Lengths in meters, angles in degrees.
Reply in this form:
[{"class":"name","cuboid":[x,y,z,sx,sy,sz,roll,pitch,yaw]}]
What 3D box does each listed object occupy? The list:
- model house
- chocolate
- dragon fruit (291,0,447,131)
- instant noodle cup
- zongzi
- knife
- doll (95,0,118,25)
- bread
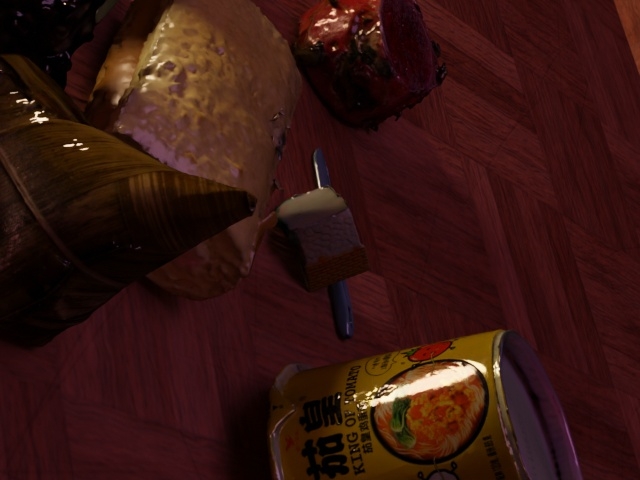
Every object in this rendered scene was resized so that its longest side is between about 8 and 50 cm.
[{"class":"model house","cuboid":[0.000,0.000,2.110,0.100,0.088,0.100,-127,-164,-63]},{"class":"chocolate","cuboid":[-0.290,-0.273,1.756,0.206,0.177,0.224,5,59,-59]},{"class":"dragon fruit","cuboid":[0.083,-0.276,2.433,0.282,0.147,0.211,5,60,-57]},{"class":"instant noodle cup","cuboid":[0.125,0.249,1.831,0.325,0.254,0.325,54,25,-39]},{"class":"zongzi","cuboid":[-0.204,-0.077,1.591,0.134,0.288,0.286,27,42,-56]},{"class":"knife","cuboid":[0.018,-0.002,2.204,0.044,0.019,0.313,41,32,-48]},{"class":"doll","cuboid":[-0.236,-0.393,1.982,0.213,0.213,0.236,-71,170,-55]},{"class":"bread","cuboid":[-0.137,-0.124,1.890,0.236,0.165,0.375,44,32,-22]}]
